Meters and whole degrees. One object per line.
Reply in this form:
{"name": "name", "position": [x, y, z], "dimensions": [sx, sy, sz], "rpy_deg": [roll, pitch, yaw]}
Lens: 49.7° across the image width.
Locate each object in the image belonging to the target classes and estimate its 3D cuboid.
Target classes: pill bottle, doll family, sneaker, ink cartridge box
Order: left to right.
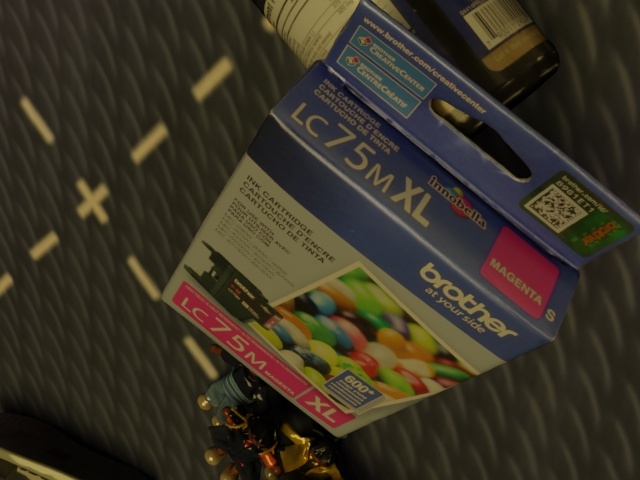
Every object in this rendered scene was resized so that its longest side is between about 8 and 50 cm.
{"name": "sneaker", "position": [-0.293, 0.267, 0.714], "dimensions": [0.222, 0.083, 0.118], "rpy_deg": [20, 96, 16]}
{"name": "doll family", "position": [-0.038, 0.171, 0.585], "dimensions": [0.193, 0.076, 0.111], "rpy_deg": [41, 138, 2]}
{"name": "ink cartridge box", "position": [0.017, 0.020, 0.435], "dimensions": [0.186, 0.065, 0.311], "rpy_deg": [39, 143, -3]}
{"name": "pill bottle", "position": [0.031, -0.153, 0.421], "dimensions": [0.123, 0.123, 0.219], "rpy_deg": [-38, 88, 29]}
